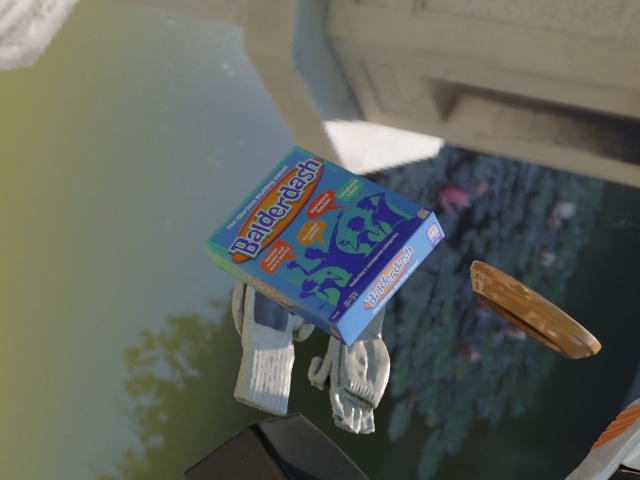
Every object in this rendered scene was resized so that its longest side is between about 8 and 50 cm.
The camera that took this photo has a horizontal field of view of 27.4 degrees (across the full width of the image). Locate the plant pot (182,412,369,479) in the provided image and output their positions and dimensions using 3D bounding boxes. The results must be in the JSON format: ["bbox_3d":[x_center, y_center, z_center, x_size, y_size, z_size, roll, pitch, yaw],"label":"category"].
[{"bbox_3d":[-0.060,0.321,1.628,0.188,0.167,0.187,-39,162,23],"label":"plant pot"}]

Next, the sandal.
[{"bbox_3d":[0.400,0.300,1.743,0.265,0.076,0.102,-44,-177,-12],"label":"sandal"}]

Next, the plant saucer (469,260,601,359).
[{"bbox_3d":[0.274,0.097,1.719,0.037,0.200,0.200,-55,148,-4],"label":"plant saucer"}]

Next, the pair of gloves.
[{"bbox_3d":[-0.013,0.123,1.598,0.240,0.042,0.204,18,63,-38],"label":"pair of gloves"}]

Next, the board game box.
[{"bbox_3d":[0.000,0.000,1.389,0.160,0.210,0.047,-49,139,-16],"label":"board game box"}]
